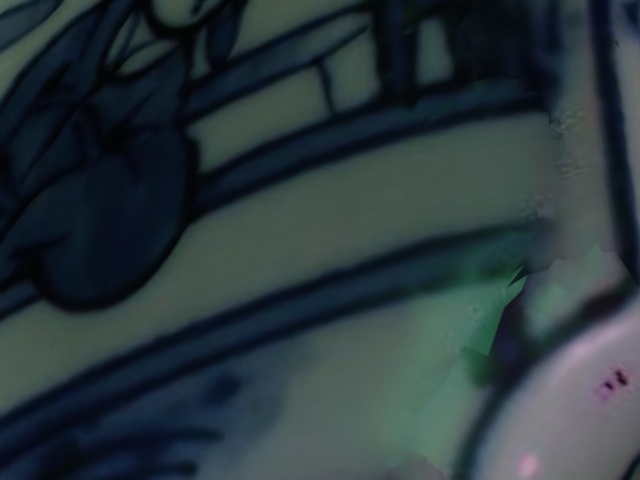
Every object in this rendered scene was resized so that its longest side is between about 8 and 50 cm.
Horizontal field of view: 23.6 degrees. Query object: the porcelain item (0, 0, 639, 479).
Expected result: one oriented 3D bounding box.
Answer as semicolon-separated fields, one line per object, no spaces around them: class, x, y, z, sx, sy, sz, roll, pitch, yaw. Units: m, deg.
porcelain item;0.000;0.000;0.500;0.281;0.157;0.286;-16;57;29
